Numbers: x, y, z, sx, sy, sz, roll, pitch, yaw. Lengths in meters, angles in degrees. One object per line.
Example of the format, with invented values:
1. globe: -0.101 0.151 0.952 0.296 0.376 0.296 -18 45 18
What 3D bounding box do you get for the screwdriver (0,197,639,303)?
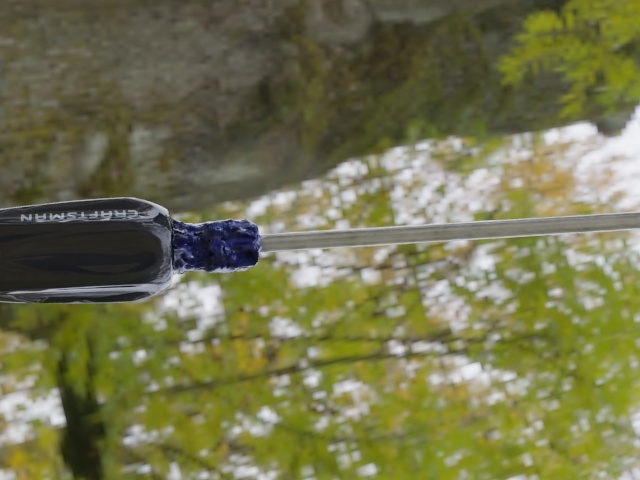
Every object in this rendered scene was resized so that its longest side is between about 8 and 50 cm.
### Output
1. screwdriver: 0.000 0.000 0.394 0.025 0.170 0.024 -128 -144 -84
